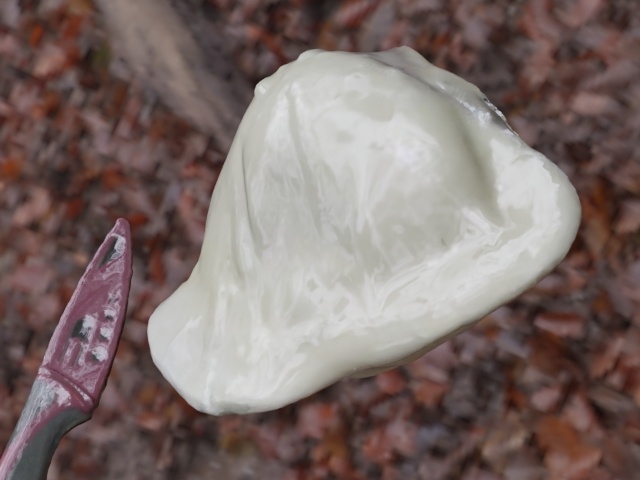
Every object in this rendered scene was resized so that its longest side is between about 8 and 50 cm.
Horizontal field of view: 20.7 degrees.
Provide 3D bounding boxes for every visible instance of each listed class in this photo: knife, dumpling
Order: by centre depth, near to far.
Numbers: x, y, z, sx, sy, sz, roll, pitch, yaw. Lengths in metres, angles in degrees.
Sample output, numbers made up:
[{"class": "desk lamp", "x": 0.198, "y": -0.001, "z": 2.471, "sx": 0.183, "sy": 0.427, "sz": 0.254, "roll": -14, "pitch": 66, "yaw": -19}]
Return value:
[{"class": "knife", "x": -0.131, "y": 0.083, "z": 0.878, "sx": 0.018, "sy": 0.035, "sz": 0.247, "roll": 103, "pitch": -176, "yaw": -53}, {"class": "dumpling", "x": 0.000, "y": 0.000, "z": 1.064, "sx": 0.243, "sy": 0.187, "sz": 0.318, "roll": -42, "pitch": 19, "yaw": -17}]
